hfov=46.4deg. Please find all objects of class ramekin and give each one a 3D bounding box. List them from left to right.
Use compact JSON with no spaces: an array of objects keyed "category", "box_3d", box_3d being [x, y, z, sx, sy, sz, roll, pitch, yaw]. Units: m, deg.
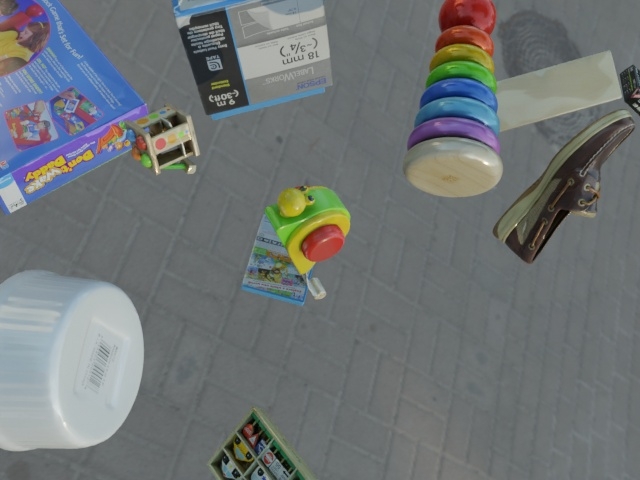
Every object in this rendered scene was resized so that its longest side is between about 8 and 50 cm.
[{"category":"ramekin","box_3d":[-0.385,0.183,1.135,0.277,0.135,0.277,0,90,-73]}]

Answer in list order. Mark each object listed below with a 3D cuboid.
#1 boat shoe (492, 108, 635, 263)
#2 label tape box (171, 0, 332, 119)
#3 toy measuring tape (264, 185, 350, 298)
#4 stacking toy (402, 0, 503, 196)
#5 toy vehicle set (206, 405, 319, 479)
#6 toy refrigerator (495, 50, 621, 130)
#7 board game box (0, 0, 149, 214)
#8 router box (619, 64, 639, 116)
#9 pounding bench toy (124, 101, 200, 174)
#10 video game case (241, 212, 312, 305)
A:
[{"category":"boat shoe","box_3d":[0.477,-0.091,1.409,0.123,0.342,0.123,51,29,22]},{"category":"label tape box","box_3d":[-0.106,-0.321,1.325,0.241,0.333,0.105,-15,56,-3]},{"category":"toy measuring tape","box_3d":[0.000,0.000,1.203,0.330,0.122,0.121,65,27,-61]},{"category":"stacking toy","box_3d":[0.206,-0.237,1.117,0.141,0.141,0.330,22,64,-31]},{"category":"toy vehicle set","box_3d":[-0.107,0.486,1.510,0.267,0.166,0.035,42,8,39]},{"category":"toy refrigerator","box_3d":[0.472,-0.305,1.565,0.094,0.270,0.102,-55,129,-85]},{"category":"board game box","box_3d":[-0.436,-0.230,1.079,0.233,0.078,0.347,-32,66,-21]},{"category":"router box","box_3d":[0.707,-0.319,1.644,0.092,0.038,0.122,37,41,-19]},{"category":"pounding bench toy","box_3d":[-0.180,-0.102,0.853,0.065,0.052,0.083,-31,133,-26]},{"category":"video game case","box_3d":[-0.071,0.034,1.408,0.119,0.015,0.166,16,59,-2]}]
